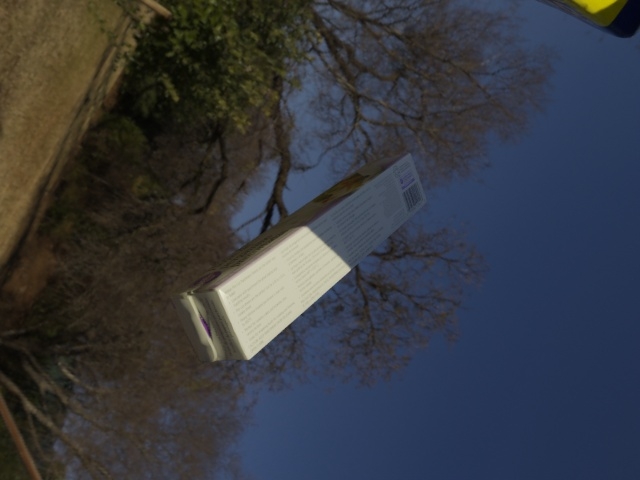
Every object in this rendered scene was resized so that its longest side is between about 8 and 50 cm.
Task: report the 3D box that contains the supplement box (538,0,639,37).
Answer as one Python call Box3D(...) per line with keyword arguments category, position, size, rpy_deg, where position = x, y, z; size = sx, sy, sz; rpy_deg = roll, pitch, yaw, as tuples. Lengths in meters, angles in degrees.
Box3D(category="supplement box", position=(0.072, -0.295, 0.361), size=(0.195, 0.357, 0.194), rpy_deg=(-61, -144, 21))

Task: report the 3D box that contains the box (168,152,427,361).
Box3D(category="box", position=(0.000, 0.000, 0.598), size=(0.063, 0.067, 0.324), rpy_deg=(-10, -161, 40))
